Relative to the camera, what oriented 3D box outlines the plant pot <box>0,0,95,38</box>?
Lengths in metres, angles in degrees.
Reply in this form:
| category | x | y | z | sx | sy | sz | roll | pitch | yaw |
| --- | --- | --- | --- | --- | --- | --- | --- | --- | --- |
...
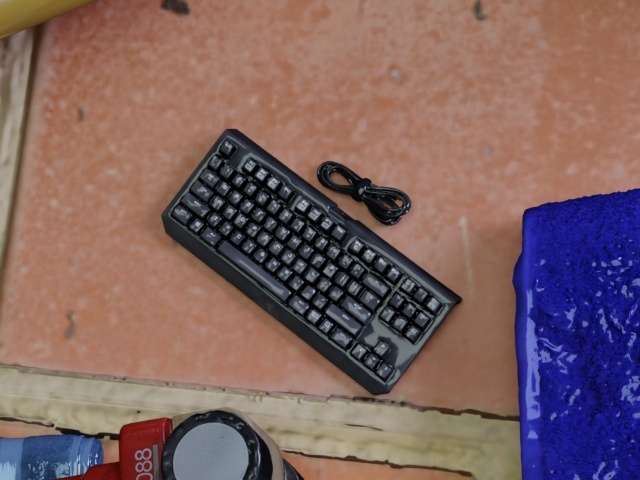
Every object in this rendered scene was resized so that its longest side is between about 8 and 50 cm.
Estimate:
| category | x | y | z | sx | sy | sz | roll | pitch | yaw |
| --- | --- | --- | --- | --- | --- | --- | --- | --- | --- |
| plant pot | -0.222 | -0.218 | 1.071 | 0.239 | 0.254 | 0.254 | -11 | 76 | -8 |

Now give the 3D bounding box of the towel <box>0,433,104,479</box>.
| category | x | y | z | sx | sy | sz | roll | pitch | yaw |
| --- | --- | --- | --- | --- | --- | --- | --- | --- | --- |
| towel | -0.190 | 0.151 | 1.086 | 0.119 | 0.029 | 0.067 | -4 | 77 | 9 |

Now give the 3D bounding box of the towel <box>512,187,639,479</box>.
| category | x | y | z | sx | sy | sz | roll | pitch | yaw |
| --- | --- | --- | --- | --- | --- | --- | --- | --- | --- |
| towel | 0.254 | 0.068 | 0.971 | 0.308 | 0.076 | 0.227 | -8 | 77 | 22 |

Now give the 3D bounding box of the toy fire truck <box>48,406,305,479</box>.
| category | x | y | z | sx | sy | sz | roll | pitch | yaw |
| --- | --- | --- | --- | --- | --- | --- | --- | --- | --- |
| toy fire truck | -0.135 | 0.211 | 0.989 | 0.246 | 0.158 | 0.217 | -10 | 67 | 12 |

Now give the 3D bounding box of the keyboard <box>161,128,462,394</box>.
| category | x | y | z | sx | sy | sz | roll | pitch | yaw |
| --- | --- | --- | --- | --- | --- | --- | --- | --- | --- |
| keyboard | 0.000 | 0.000 | 1.090 | 0.180 | 0.023 | 0.108 | 37 | 86 | 14 |
